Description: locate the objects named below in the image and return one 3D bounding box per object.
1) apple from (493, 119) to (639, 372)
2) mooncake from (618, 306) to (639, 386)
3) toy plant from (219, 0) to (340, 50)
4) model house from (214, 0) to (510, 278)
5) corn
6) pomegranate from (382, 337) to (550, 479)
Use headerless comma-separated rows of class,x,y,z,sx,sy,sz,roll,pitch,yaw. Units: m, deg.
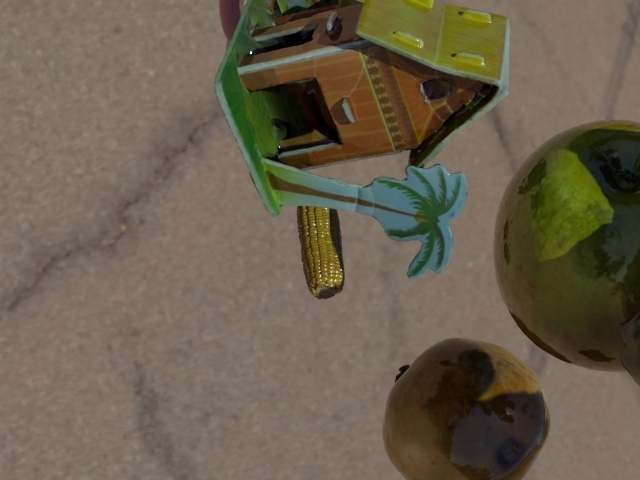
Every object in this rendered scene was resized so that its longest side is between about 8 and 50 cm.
apple,0.391,0.001,1.626,0.340,0.340,0.339,26,55,-42
mooncake,0.526,0.049,1.318,0.394,0.246,0.393,-26,131,-14
toy plant,-0.069,-0.397,1.925,0.211,0.356,0.317,-17,112,-14
model house,0.092,-0.164,1.507,0.300,0.324,0.340,-74,148,-49
corn,0.000,0.000,1.904,0.068,0.068,0.207,28,43,-41
pomegranate,0.248,0.305,2.056,0.307,0.307,0.307,26,55,-42
